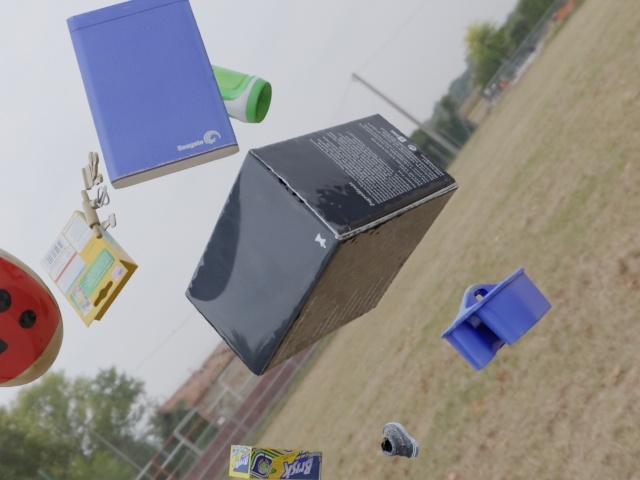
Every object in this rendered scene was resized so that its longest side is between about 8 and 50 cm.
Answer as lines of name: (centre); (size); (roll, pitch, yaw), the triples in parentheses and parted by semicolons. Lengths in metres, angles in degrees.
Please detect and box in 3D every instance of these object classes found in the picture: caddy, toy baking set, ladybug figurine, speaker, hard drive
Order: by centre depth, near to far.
hard drive: (-0.282, -0.260, 1.230); (0.210, 0.318, 0.040); (-18, -18, -7)
ladybug figurine: (-0.779, 0.182, 1.700); (0.305, 0.449, 0.162); (-41, 35, -6)
toy baking set: (-0.557, -0.104, 1.825); (0.030, 0.256, 0.196); (-10, -32, -28)
speaker: (-0.281, -0.392, 1.904); (0.131, 0.297, 0.131); (18, -90, -78)
caddy: (0.449, 0.189, 1.935); (0.241, 0.179, 0.341); (-47, -14, 29)

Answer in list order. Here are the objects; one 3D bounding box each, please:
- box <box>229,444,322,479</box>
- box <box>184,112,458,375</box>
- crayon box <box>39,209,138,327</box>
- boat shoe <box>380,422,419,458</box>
box: (-0.076, 0.393, 1.304); (0.059, 0.169, 0.054); (-12, 69, 45)
box: (0.000, 0.000, 1.762); (0.472, 0.297, 0.480); (-26, -26, -48)
crayon box: (-0.659, 0.084, 2.129); (0.203, 0.323, 0.083); (-53, -35, 6)
boat shoe: (0.195, 0.544, 2.034); (0.183, 0.083, 0.065); (-166, 86, -69)
